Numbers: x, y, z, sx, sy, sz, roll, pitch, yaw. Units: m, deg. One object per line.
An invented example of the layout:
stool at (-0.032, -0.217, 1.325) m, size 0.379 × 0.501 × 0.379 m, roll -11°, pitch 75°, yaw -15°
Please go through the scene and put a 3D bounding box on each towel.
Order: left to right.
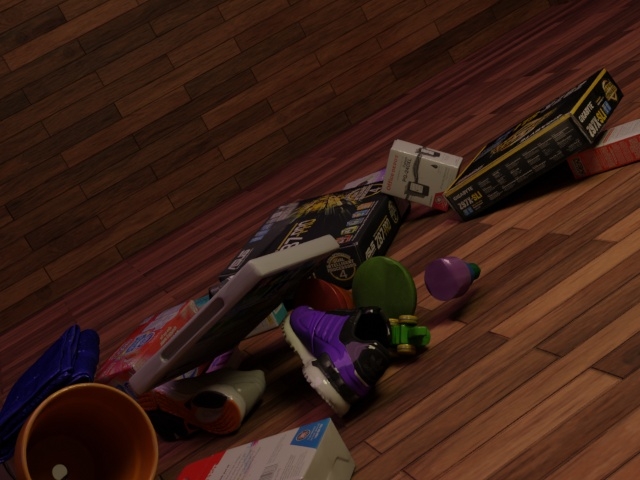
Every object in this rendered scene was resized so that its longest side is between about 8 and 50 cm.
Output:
towel at (-0.508, 0.266, 1.756) m, size 0.227 × 0.076 × 0.308 m, roll -39°, pitch 13°, yaw -2°

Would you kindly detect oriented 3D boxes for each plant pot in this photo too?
plant pot at (-0.378, 0.340, 1.472) m, size 0.205 × 0.205 × 0.188 m, roll -39°, pitch 3°, yaw -38°

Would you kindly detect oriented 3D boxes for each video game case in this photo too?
video game case at (-0.133, 0.114, 1.587) m, size 0.300 × 0.036 × 0.329 m, roll -44°, pitch -10°, yaw 21°

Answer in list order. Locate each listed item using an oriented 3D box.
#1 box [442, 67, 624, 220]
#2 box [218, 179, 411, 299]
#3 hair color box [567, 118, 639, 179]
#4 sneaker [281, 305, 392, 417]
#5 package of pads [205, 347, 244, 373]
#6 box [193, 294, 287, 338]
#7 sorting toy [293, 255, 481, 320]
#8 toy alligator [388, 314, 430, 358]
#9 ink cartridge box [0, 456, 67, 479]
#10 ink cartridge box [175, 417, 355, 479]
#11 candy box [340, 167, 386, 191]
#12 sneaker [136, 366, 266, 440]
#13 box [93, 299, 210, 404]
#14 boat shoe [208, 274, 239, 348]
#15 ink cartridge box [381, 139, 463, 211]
box at (0.420, -0.189, 1.891) m, size 0.322 × 0.079 × 0.257 m, roll -34°, pitch 5°, yaw 41°
box at (0.000, 0.000, 2.064) m, size 0.318 × 0.097 × 0.395 m, roll -15°, pitch 19°, yaw 24°
hair color box at (0.549, -0.174, 1.772) m, size 0.167 × 0.053 × 0.093 m, roll -17°, pitch 18°, yaw 37°
sneaker at (0.039, 0.150, 1.453) m, size 0.146 × 0.102 × 0.293 m, roll -42°, pitch 22°, yaw 2°
package of pads at (-0.176, 0.232, 1.766) m, size 0.050 × 0.032 × 0.083 m, roll -24°, pitch 14°, yaw 22°
box at (-0.196, 0.156, 1.937) m, size 0.244 × 0.101 × 0.060 m, roll -21°, pitch 14°, yaw 25°
sorting toy at (0.120, 0.088, 1.611) m, size 0.365 × 0.127 × 0.126 m, roll -19°, pitch -6°, yaw 42°
toy alligator at (0.112, 0.153, 1.469) m, size 0.051 × 0.056 × 0.189 m, roll 15°, pitch -21°, yaw -31°
ink cartridge box at (-0.521, 0.384, 1.772) m, size 0.208 × 0.087 × 0.153 m, roll -17°, pitch 17°, yaw 43°
ink cartridge box at (-0.085, 0.315, 1.192) m, size 0.231 × 0.078 × 0.134 m, roll -22°, pitch 14°, yaw 24°
candy box at (0.131, -0.109, 2.315) m, size 0.196 × 0.070 × 0.165 m, roll -20°, pitch 17°, yaw 30°
sneaker at (-0.194, 0.263, 1.598) m, size 0.262 × 0.099 × 0.121 m, roll -6°, pitch 18°, yaw 40°
box at (-0.312, 0.236, 1.820) m, size 0.128 × 0.123 × 0.257 m, roll -23°, pitch 15°, yaw 27°
boat shoe at (-0.190, 0.146, 1.804) m, size 0.076 × 0.080 × 0.228 m, roll -16°, pitch -25°, yaw -22°
ink cartridge box at (0.213, -0.138, 2.033) m, size 0.150 × 0.109 × 0.063 m, roll 17°, pitch 30°, yaw 10°
